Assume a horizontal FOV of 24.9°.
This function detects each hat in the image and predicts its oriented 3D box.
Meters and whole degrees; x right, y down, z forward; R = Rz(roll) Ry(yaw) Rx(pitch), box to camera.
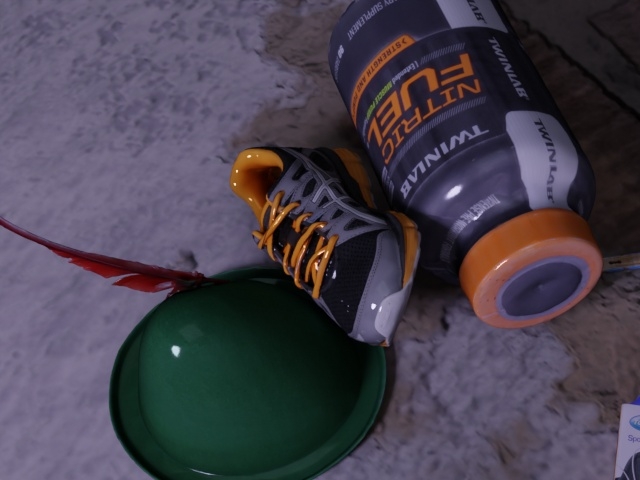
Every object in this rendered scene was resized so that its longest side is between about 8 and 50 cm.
[{"bbox_3d":[-0.066,0.043,0.870,0.208,0.183,0.173,-23,54,-11],"label":"hat"}]

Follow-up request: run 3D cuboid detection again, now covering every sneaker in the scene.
[{"bbox_3d":[0.000,0.000,0.926,0.083,0.084,0.215,11,20,-23],"label":"sneaker"}]

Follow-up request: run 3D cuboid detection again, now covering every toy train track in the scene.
[{"bbox_3d":[0.215,0.010,0.972,0.083,0.014,0.048,-8,52,1],"label":"toy train track"}]

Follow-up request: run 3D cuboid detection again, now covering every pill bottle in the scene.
[{"bbox_3d":[0.100,-0.060,0.966,0.130,0.130,0.246,-17,53,-7],"label":"pill bottle"}]

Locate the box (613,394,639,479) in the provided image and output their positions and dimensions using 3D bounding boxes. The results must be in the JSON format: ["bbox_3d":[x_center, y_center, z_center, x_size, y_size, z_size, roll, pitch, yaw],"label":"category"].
[{"bbox_3d":[0.213,0.151,0.856,0.081,0.028,0.136,7,51,12],"label":"box"}]
